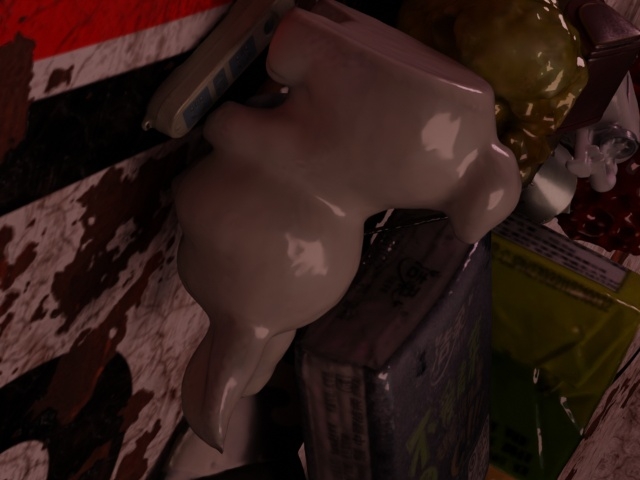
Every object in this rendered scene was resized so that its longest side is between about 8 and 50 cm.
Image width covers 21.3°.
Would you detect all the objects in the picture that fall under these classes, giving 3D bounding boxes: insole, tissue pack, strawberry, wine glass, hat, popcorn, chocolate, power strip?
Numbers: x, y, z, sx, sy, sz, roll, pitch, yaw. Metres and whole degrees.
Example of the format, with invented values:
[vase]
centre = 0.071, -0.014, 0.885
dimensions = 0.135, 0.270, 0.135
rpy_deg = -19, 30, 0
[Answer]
[insole]
centre = 0.049, -0.010, 1.635
dimensions = 0.348, 0.009, 0.119
rpy_deg = -11, 180, -26
[tissue pack]
centre = 0.093, 0.181, 1.828
dimensions = 0.288, 0.124, 0.394
rpy_deg = -55, 150, -43
[strawberry]
centre = 0.470, -0.095, 2.232
dimensions = 0.317, 0.345, 0.295
rpy_deg = -14, 133, -62
[wine glass]
centre = 0.240, -0.094, 2.052
dimensions = 0.122, 0.122, 0.183
rpy_deg = -56, 159, -1
[hat]
centre = -0.041, 0.277, 1.871
dimensions = 0.381, 0.257, 0.366
rpy_deg = -42, 167, 20
[popcorn]
centre = 0.146, -0.138, 1.583
dimensions = 0.286, 0.173, 0.225
rpy_deg = -105, -158, -70
[chocolate]
centre = 0.210, 0.106, 2.036
dimensions = 0.137, 0.300, 0.289
rpy_deg = -48, 163, -56
[power strip]
centre = -0.074, -0.152, 1.366
dimensions = 0.191, 0.030, 0.047
rpy_deg = -49, 160, -17

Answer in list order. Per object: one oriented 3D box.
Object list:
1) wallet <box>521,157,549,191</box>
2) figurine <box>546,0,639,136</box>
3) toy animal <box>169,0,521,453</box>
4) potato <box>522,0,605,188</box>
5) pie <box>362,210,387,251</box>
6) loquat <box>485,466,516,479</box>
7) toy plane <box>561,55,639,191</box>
[wallet]
centre = 0.195, -0.100, 1.925
dimensions = 0.088, 0.129, 0.026
rpy_deg = -50, 135, -9
[figurine]
centre = 0.241, -0.172, 1.692
dimensions = 0.082, 0.098, 0.154
rpy_deg = -20, 151, -35
[toy animal]
centre = -0.006, -0.009, 1.419
dimensions = 0.368, 0.241, 0.196
rpy_deg = -53, 174, 15
[potato]
centre = 0.211, -0.165, 1.824
dimensions = 0.262, 0.165, 0.165
rpy_deg = -53, 160, 4
[pie]
centre = 0.005, -0.006, 1.745
dimensions = 0.195, 0.046, 0.195
rpy_deg = -45, 158, -24
[loquat]
centre = 0.151, 0.327, 2.272
dimensions = 0.276, 0.283, 0.276
rpy_deg = -167, -90, -88
[toy plane]
centre = 0.311, -0.179, 1.993
dimensions = 0.252, 0.118, 0.252
rpy_deg = -9, 90, -69
